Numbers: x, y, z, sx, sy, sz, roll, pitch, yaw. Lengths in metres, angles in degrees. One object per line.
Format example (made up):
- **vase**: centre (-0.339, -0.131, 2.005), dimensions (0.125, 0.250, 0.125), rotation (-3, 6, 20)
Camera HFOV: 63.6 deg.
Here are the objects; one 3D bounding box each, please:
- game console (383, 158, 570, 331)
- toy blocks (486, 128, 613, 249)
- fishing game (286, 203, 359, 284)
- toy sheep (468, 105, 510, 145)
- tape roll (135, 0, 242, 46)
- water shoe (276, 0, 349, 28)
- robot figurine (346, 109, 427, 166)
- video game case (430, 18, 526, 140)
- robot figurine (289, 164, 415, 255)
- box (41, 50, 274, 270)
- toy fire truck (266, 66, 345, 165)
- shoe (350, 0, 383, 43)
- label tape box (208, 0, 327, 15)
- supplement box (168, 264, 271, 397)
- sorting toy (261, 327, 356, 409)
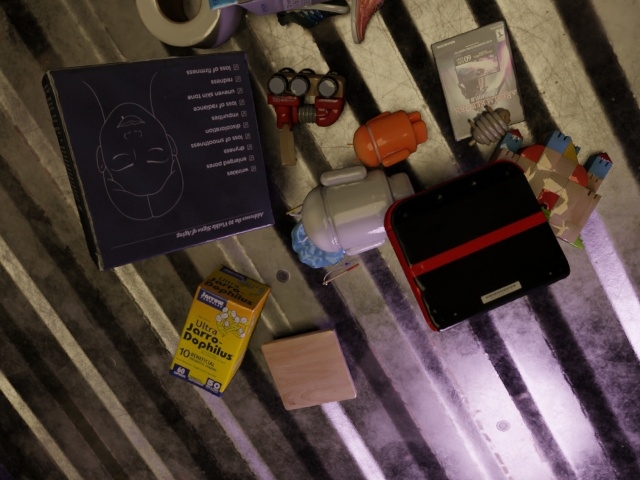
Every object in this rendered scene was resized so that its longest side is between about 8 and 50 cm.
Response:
- **game console**: centre (0.384, 0.002, 1.290), dimensions (0.387, 0.060, 0.342), rotation (-22, 84, -4)
- **toy blocks**: centre (0.607, -0.175, 1.400), dimensions (0.381, 0.191, 0.260), rotation (27, 99, 2)
- **fishing game**: centre (0.000, 0.000, 1.632), dimensions (0.189, 0.041, 0.264), rotation (-31, 91, 17)
- **toy sheep**: centre (0.455, -0.303, 1.394), dimensions (0.091, 0.091, 0.132), rotation (45, 114, -5)
- **tape roll**: centre (-0.356, -0.657, 1.418), dimensions (0.246, 0.169, 0.246), rotation (3, 108, 10)
- **water shoe**: centre (-0.021, -0.630, 1.426), dimensions (0.203, 0.073, 0.080), rotation (7, 138, 7)
- **robot figurine**: centre (0.185, -0.285, 1.446), dimensions (0.219, 0.128, 0.158), rotation (-20, 90, 4)
- **video game case**: centre (0.433, -0.432, 1.413), dimensions (0.196, 0.026, 0.274), rotation (-15, 103, 16)
- **robot figurine**: centre (0.096, -0.084, 1.484), dimensions (0.354, 0.199, 0.300), rotation (-16, 124, 7)
- **box**: centre (-0.423, -0.227, 1.389), dimensions (0.480, 0.297, 0.471), rotation (-16, 107, -26)
- **toy fire truck**: centre (-0.045, -0.352, 1.479), dimensions (0.217, 0.158, 0.246), rotation (6, 120, 9)
- **shoe**: centre (0.128, -0.624, 1.388), dimensions (0.081, 0.063, 0.178), rotation (4, 104, 15)
- **label tape box**: centre (-0.128, -0.727, 1.318), dimensions (0.348, 0.115, 0.249), rotation (-12, 93, 2)
- **supplement box**: centre (-0.332, 0.298, 1.711), dimensions (0.194, 0.195, 0.356), rotation (23, 110, 3)
- **sorting toy**: centre (-0.032, 0.422, 1.749), dimensions (0.257, 0.089, 0.255), rotation (-15, 104, 16)
